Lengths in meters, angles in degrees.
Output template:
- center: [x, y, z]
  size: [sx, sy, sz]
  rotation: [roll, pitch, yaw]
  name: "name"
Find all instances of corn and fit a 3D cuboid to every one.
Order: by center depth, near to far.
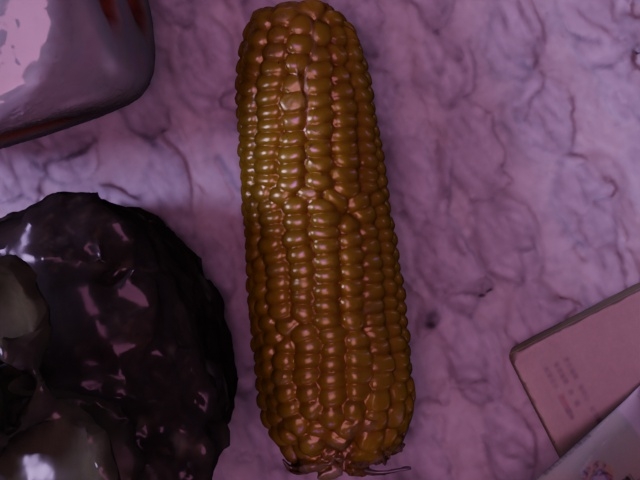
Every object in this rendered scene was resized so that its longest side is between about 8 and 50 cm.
- center: [0.000, 0.000, 1.127]
  size: [0.106, 0.106, 0.305]
  rotation: [-6, 93, 9]
  name: "corn"

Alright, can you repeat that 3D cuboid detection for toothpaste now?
- center: [0.110, 0.208, 1.106]
  size: [0.314, 0.056, 0.058]
  rotation: [-35, 133, -8]
  name: "toothpaste"

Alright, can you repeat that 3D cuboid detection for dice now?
- center: [-0.222, -0.154, 1.105]
  size: [0.194, 0.193, 0.192]
  rotation: [-15, 94, 11]
  name: "dice"

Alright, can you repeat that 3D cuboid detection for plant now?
- center: [-0.175, 0.091, 1.060]
  size: [0.213, 0.312, 0.215]
  rotation: [-23, 94, 14]
  name: "plant"

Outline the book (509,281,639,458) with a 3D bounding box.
- center: [0.290, 0.100, 1.130]
  size: [0.282, 0.025, 0.215]
  rotation: [-26, 91, 11]
  name: "book"
